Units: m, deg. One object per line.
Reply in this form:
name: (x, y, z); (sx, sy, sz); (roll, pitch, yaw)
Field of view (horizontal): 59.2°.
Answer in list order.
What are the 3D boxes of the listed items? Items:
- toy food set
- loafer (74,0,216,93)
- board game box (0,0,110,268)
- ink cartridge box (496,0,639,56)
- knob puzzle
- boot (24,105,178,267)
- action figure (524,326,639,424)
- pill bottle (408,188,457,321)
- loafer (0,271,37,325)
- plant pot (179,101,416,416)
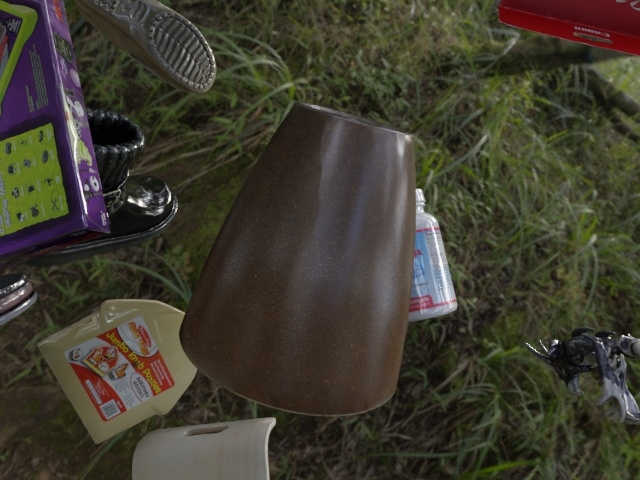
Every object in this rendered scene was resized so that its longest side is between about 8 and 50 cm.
toy food set: (-0.155, 0.429, 0.830); (0.092, 0.219, 0.306); (33, 49, -69)
loafer: (-0.293, -0.349, 0.946); (0.268, 0.102, 0.092); (39, -18, -28)
board game box: (-0.344, -0.144, 0.569); (0.056, 0.208, 0.347); (41, 34, -79)
ink cartridge box: (0.452, -0.421, 0.898); (0.309, 0.130, 0.272); (14, 45, 5)
knob puzzle: (-0.252, 0.160, 0.774); (0.213, 0.213, 0.030); (25, 3, -30)
boot: (-0.349, -0.108, 0.962); (0.131, 0.260, 0.348); (38, 33, 12)
action figure: (0.437, 0.195, 0.813); (0.164, 0.275, 0.141); (14, 73, -41)
pill bottle: (0.115, 0.020, 0.720); (0.087, 0.087, 0.160); (-3, 79, -56)
loafer: (-0.470, 0.086, 0.637); (0.302, 0.109, 0.095); (-32, 116, -54)
plant pot: (0.000, 0.000, 0.518); (0.215, 0.230, 0.215); (14, 16, -4)
